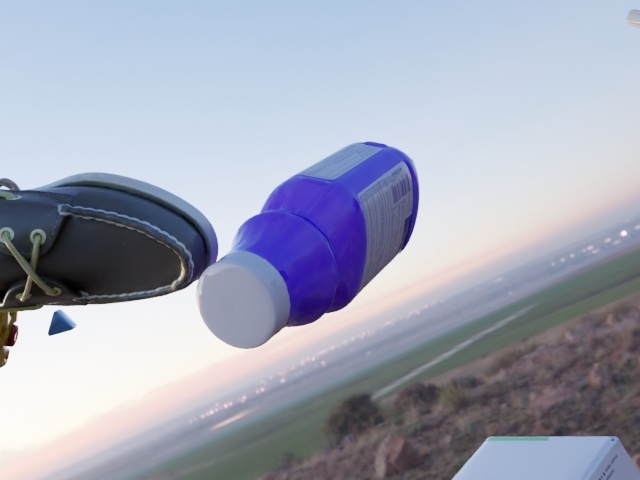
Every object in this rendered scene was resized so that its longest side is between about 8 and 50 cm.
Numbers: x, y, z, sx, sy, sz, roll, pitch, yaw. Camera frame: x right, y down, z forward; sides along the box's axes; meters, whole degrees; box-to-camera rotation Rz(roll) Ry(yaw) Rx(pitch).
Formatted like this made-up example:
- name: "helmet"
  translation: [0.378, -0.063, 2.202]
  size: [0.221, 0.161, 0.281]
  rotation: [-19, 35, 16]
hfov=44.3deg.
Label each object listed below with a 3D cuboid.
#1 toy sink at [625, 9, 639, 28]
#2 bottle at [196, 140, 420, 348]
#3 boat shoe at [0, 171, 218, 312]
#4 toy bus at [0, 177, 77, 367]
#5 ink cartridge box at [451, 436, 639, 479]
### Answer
- name: "toy sink"
  translation: [0.481, -0.267, 0.851]
  size: [0.152, 0.131, 0.234]
  rotation: [14, 15, -21]
- name: "bottle"
  translation: [0.000, 0.000, 0.657]
  size: [0.092, 0.118, 0.283]
  rotation: [13, 25, 22]
- name: "boat shoe"
  translation: [-0.232, 0.007, 0.604]
  size: [0.304, 0.109, 0.091]
  rotation: [5, 27, 11]
- name: "toy bus"
  translation: [-0.396, 0.054, 0.902]
  size: [0.190, 0.202, 0.104]
  rotation: [-34, 4, -5]
- name: "ink cartridge box"
  translation: [0.292, 0.360, 0.873]
  size: [0.114, 0.273, 0.198]
  rotation: [-38, 9, -33]
